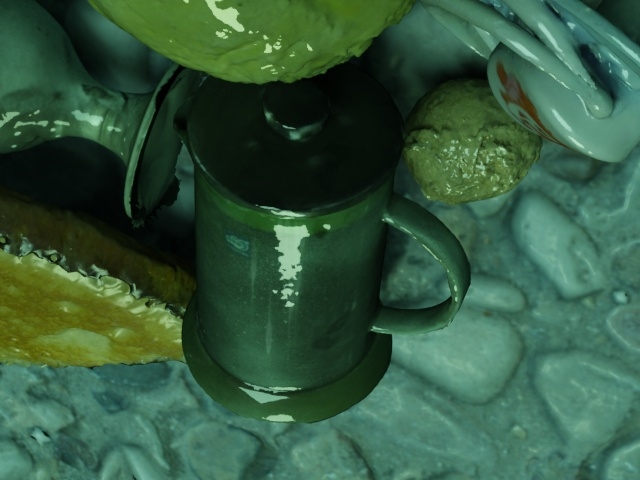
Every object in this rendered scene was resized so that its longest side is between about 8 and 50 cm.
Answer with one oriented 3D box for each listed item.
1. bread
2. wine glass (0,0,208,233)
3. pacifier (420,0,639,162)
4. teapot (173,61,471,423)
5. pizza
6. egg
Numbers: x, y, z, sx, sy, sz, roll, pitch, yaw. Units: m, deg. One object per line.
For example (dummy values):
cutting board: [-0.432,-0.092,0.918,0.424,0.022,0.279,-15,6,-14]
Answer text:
bread: [-0.047,-0.280,1.408,0.237,0.320,0.320,5,127,46]
wine glass: [-0.291,-0.150,1.688,0.357,0.190,0.190,22,129,5]
pacifier: [0.236,-0.185,1.419,0.233,0.299,0.244,-46,107,-1]
teapot: [0.000,0.000,1.592,0.270,0.200,0.337,19,143,12]
pizza: [-0.280,0.041,1.807,0.392,0.080,0.435,7,158,7]
egg: [0.130,-0.085,1.582,0.118,0.116,0.140,39,160,-25]
